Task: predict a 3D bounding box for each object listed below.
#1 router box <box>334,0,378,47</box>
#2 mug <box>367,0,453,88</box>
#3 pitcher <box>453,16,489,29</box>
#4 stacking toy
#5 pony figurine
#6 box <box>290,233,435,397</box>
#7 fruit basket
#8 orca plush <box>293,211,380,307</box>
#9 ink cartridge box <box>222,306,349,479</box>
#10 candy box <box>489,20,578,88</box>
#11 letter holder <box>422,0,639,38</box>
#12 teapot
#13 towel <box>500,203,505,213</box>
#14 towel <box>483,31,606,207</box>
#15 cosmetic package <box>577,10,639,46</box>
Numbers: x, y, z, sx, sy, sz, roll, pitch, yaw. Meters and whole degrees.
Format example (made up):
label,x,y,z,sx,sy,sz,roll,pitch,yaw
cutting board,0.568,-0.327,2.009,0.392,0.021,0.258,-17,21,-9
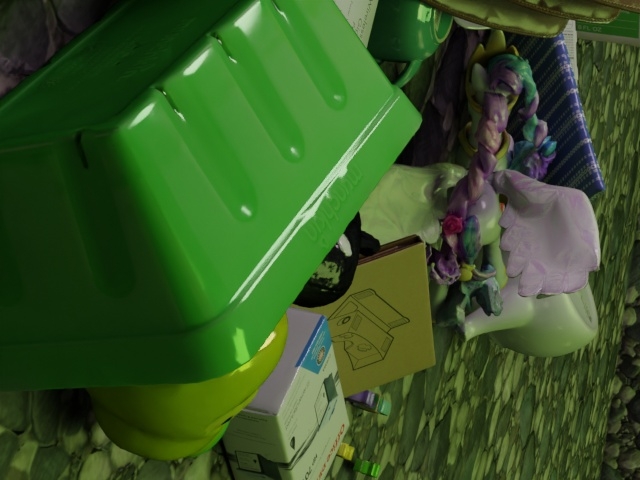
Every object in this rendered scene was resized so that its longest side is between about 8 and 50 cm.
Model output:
label,x,y,z,sx,sy,sz,roll,pitch,yaw
router box,-0.013,-0.324,1.362,0.301,0.082,0.336,35,67,-68
mug,0.096,-0.254,1.659,0.129,0.097,0.158,-56,149,-46
pitcher,0.226,-0.323,1.798,0.207,0.177,0.126,-100,-167,-67
stacking toy,0.053,0.202,1.857,0.221,0.052,0.167,47,58,-67
pony figurine,0.188,-0.041,1.829,0.363,0.302,0.351,91,8,-57
box,0.046,0.095,1.660,0.021,0.164,0.201,-120,-165,-45
fruit basket,-0.094,0.019,1.113,0.392,0.282,0.392,16,72,-58
orca plush,0.000,0.000,1.373,0.151,0.102,0.287,-62,-163,1
ink cartridge box,-0.039,0.181,1.551,0.191,0.082,0.140,76,31,-45
candy box,0.304,-0.209,2.095,0.159,0.071,0.234,171,-81,-73
letter holder,0.236,-0.307,1.550,0.301,0.152,0.214,11,111,-40
teapot,0.302,0.076,2.266,0.256,0.187,0.253,44,30,-47
towel,0.313,-0.093,2.408,0.275,0.031,0.199,74,32,-50
towel,0.291,-0.161,1.969,0.243,0.040,0.336,123,-39,-59
cosmetic package,0.447,-0.509,2.318,0.155,0.196,0.366,-57,149,-43
